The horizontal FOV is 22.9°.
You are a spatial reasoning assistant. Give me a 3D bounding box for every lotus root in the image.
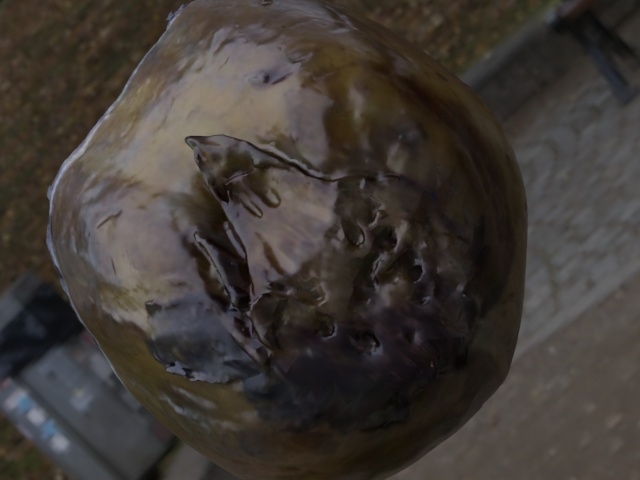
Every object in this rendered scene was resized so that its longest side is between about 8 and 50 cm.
[{"bbox_3d":[0.000,0.000,0.820,0.272,0.272,0.192,-45,21,-9],"label":"lotus root"}]
